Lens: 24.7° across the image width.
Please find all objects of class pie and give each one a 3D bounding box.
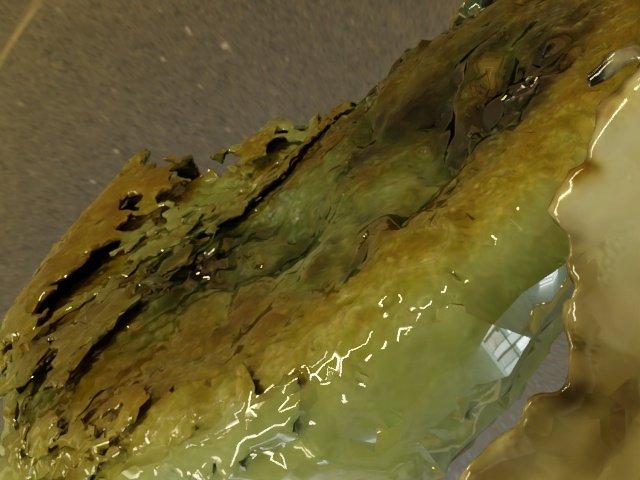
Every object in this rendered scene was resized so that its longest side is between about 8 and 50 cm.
[{"bbox_3d":[0.000,0.000,0.574,0.371,0.296,0.078,-30,115,25],"label":"pie"}]

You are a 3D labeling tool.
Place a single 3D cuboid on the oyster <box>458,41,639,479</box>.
[{"bbox_3d":[0.152,-0.040,0.282,0.110,0.166,0.341,36,77,-30],"label":"oyster"}]
